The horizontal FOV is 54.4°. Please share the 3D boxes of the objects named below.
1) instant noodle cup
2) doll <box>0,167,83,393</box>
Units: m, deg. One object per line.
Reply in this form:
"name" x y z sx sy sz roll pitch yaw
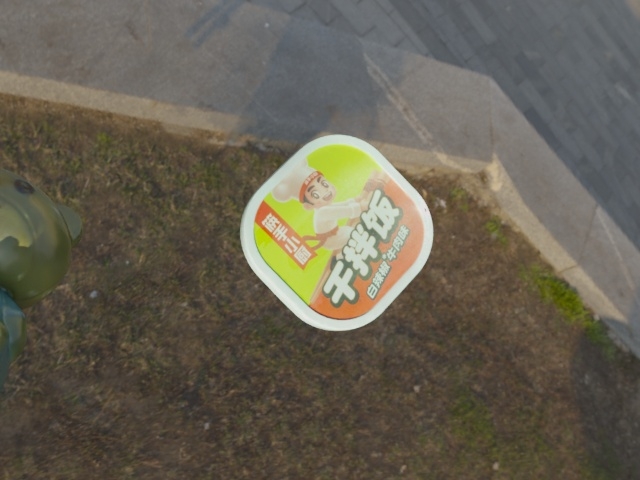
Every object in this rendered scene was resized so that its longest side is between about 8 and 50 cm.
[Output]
"instant noodle cup" 0.000 0.000 1.061 0.293 0.308 0.294 1 84 -12
"doll" -0.343 0.035 0.587 0.176 0.162 0.261 18 44 -15
